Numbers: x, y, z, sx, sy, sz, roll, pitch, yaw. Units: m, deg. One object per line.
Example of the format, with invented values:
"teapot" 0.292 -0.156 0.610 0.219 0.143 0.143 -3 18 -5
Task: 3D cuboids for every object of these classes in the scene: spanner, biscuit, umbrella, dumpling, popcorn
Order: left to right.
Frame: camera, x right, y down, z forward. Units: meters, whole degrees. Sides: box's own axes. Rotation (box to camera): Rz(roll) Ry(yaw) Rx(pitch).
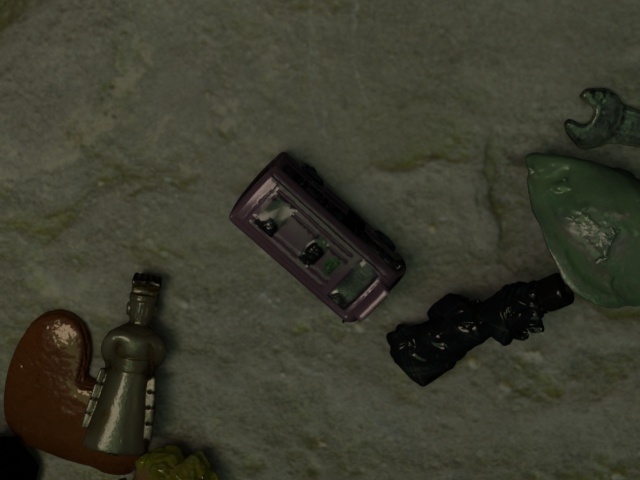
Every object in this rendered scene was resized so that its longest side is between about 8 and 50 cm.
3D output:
"biscuit" -0.296 0.191 0.990 0.192 0.036 0.186 20 103 -2
"popcorn" -0.189 0.323 0.978 0.125 0.126 0.145 50 121 17
"umbrella" 0.176 0.087 0.881 0.224 0.071 0.080 -31 105 38
"dumpling" 0.301 -0.015 0.830 0.217 0.149 0.104 28 122 -4
"spanner" 0.417 -0.105 0.866 0.302 0.017 0.071 14 105 1

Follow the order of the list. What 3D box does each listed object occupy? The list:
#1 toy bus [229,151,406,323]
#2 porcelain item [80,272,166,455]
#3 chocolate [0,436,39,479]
"toy bus" 0.000 0.000 0.878 0.199 0.108 0.096 42 104 -6
"porcelain item" -0.226 0.143 0.946 0.084 0.054 0.213 11 90 -13
"chocolate" -0.501 0.331 0.982 0.177 0.206 0.224 12 89 32
